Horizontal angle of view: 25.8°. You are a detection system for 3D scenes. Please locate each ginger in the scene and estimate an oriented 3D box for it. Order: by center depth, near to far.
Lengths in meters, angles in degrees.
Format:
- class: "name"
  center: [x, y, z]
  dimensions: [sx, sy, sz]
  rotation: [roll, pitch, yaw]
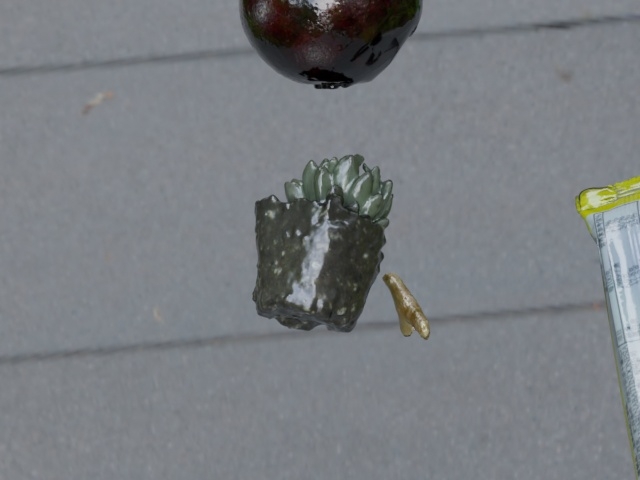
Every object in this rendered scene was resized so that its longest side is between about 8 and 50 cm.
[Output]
- class: "ginger"
  center: [0.105, 0.082, 1.662]
  dimensions: [0.030, 0.048, 0.097]
  rotation: [-19, 61, -24]

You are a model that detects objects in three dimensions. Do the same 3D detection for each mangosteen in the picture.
- class: "mangosteen"
  center: [0.010, -0.269, 1.411]
  dimensions: [0.194, 0.230, 0.194]
  rotation: [0, 10, 0]

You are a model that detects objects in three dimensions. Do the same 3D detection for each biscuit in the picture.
- class: "biscuit"
  center: [0.150, 0.084, 0.604]
  dimensions: [0.048, 0.026, 0.292]
  rotation: [-14, 51, 16]

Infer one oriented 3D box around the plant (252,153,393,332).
- class: "plant"
  center: [0.000, 0.000, 1.529]
  dimensions: [0.132, 0.129, 0.194]
  rotation: [1, 68, 37]
